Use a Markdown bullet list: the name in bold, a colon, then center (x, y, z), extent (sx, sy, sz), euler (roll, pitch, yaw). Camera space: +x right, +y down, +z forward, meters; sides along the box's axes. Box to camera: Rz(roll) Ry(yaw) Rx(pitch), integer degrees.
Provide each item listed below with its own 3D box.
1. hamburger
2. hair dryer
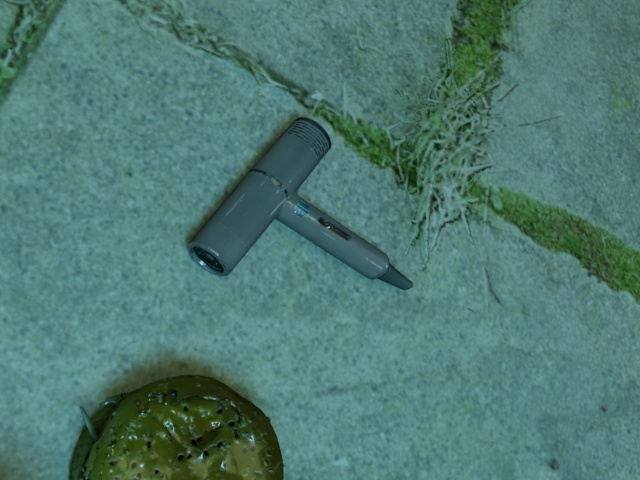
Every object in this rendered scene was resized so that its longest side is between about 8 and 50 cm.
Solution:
- **hamburger**: center (-0.130, 0.197, 0.689), extent (0.185, 0.113, 0.177), euler (41, 63, -11)
- **hair dryer**: center (-0.005, 0.011, 0.852), extent (0.220, 0.054, 0.195), euler (46, 61, -15)
